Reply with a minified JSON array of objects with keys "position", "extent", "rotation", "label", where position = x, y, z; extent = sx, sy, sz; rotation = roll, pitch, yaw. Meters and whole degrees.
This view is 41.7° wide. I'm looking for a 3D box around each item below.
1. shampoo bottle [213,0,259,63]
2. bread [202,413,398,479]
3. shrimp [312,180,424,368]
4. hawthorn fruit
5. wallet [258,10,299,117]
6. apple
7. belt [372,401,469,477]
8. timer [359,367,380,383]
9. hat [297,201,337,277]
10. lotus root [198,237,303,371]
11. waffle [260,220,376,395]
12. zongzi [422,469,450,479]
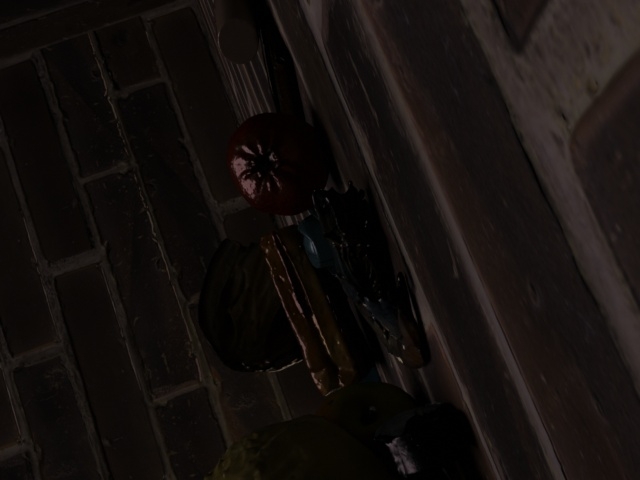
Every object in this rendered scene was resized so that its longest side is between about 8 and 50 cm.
[{"position":[-0.147,-0.392,1.463],"extent":[0.257,0.078,0.127],"rotation":[-104,-1,-55],"label":"shampoo bottle"},{"position":[-0.019,0.392,1.053],"extent":[0.320,0.237,0.320],"rotation":[29,132,39],"label":"bread"},{"position":[0.070,0.064,1.062],"extent":[0.178,0.075,0.289],"rotation":[51,161,51],"label":"shrimp"},{"position":[-0.063,-0.123,1.349],"extent":[0.285,0.165,0.165],"rotation":[-100,-10,-85],"label":"hawthorn fruit"},{"position":[-0.067,-0.257,1.435],"extent":[0.243,0.039,0.132],"rotation":[82,172,-56],"label":"wallet"},{"position":[0.078,0.303,1.240],"extent":[0.196,0.196,0.196],"rotation":[160,90,-85],"label":"apple"},{"position":[0.118,0.235,0.988],"extent":[0.140,0.105,0.058],"rotation":[-15,-96,-85],"label":"belt"},{"position":[0.102,0.318,1.852],"extent":[0.232,0.091,0.249],"rotation":[134,127,-86],"label":"timer"},{"position":[0.000,0.000,1.498],"extent":[0.191,0.078,0.138],"rotation":[-118,6,-59],"label":"hat"},{"position":[-0.127,0.143,1.682],"extent":[0.142,0.210,0.314],"rotation":[74,-164,-48],"label":"lotus root"},{"position":[-0.004,0.127,1.637],"extent":[0.327,0.098,0.224],"rotation":[66,-172,4],"label":"waffle"},{"position":[0.184,0.405,1.008],"extent":[0.228,0.115,0.256],"rotation":[-146,45,-79],"label":"zongzi"}]
